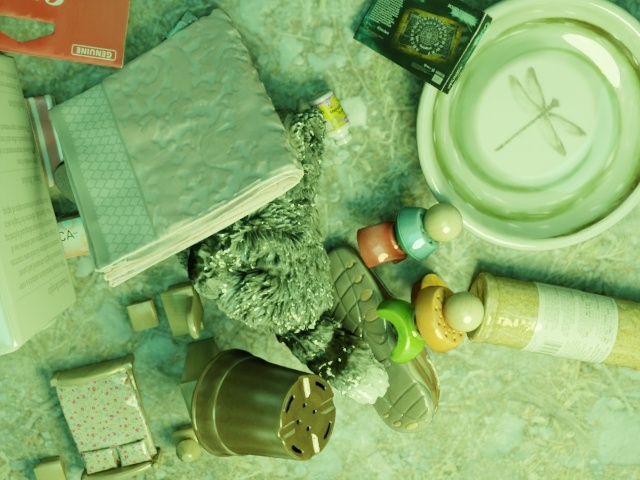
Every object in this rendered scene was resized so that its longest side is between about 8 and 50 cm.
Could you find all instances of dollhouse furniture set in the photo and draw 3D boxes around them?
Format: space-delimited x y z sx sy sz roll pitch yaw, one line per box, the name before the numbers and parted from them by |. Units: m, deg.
dollhouse furniture set | -0.336 0.261 1.468 0.355 0.174 0.303 -14 107 0

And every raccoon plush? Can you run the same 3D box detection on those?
raccoon plush | 0.000 0.000 1.394 0.446 0.216 0.299 37 103 -19

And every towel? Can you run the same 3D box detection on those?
towel | -0.216 -0.141 1.290 0.317 0.332 0.053 -29 150 6
towel | -0.491 -0.143 1.411 0.197 0.029 0.144 -9 105 -2

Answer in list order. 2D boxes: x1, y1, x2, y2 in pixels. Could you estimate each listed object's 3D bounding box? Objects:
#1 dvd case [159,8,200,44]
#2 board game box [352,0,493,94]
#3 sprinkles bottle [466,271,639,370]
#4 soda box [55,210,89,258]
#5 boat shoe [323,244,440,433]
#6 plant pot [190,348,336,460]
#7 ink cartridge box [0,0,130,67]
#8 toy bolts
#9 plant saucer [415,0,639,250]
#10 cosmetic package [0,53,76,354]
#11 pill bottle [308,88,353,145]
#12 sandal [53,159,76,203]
dvd case | -0.207 -0.279 1.397 0.087 0.013 0.119 37 102 -14
board game box | 0.147 -0.312 1.344 0.186 0.026 0.126 39 105 31
sprinkles bottle | 0.424 0.140 1.515 0.355 0.121 0.121 10 106 -7
soda box | -0.421 -0.003 1.440 0.183 0.058 0.063 -13 107 -1
boat shoe | 0.098 0.156 1.503 0.123 0.116 0.324 -24 90 31
plant pot | -0.076 0.251 1.360 0.165 0.167 0.167 1 113 39
ink cartridge box | -0.407 -0.394 1.271 0.296 0.066 0.261 7 86 -9
toy bolts | 0.185 0.050 1.421 0.158 0.218 0.229 -22 86 35
plant saucer | 0.339 -0.186 1.421 0.400 0.100 0.401 -1 106 -4
cosmetic package | -0.564 -0.037 1.232 0.327 0.329 0.394 -13 96 -1
pill bottle | 0.018 -0.191 1.425 0.043 0.043 0.083 -29 107 5
sandal | -0.285 -0.113 1.427 0.254 0.054 0.097 -13 114 -11
